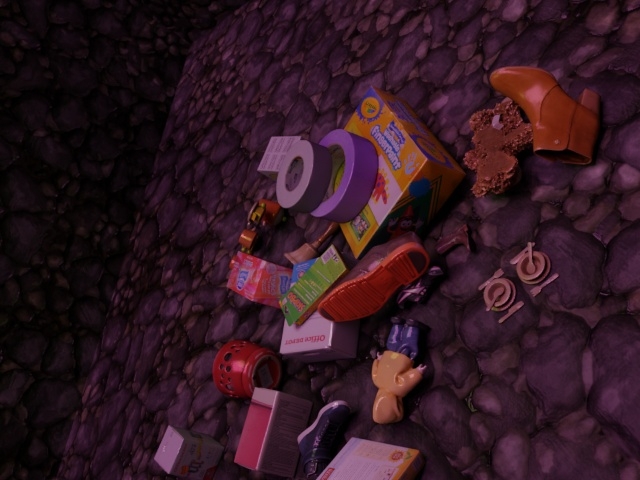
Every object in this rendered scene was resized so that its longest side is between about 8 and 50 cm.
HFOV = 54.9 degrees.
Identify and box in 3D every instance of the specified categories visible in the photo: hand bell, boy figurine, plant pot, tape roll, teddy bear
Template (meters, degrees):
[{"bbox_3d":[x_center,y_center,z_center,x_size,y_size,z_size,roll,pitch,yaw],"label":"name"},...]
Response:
[{"bbox_3d":[0.000,0.000,2.123,0.242,0.126,0.126,-48,37,0],"label":"hand bell"},{"bbox_3d":[0.211,0.349,1.642,0.177,0.092,0.285,-4,66,49],"label":"boy figurine"},{"bbox_3d":[-0.231,0.431,2.042,0.174,0.191,0.191,-1,67,41],"label":"plant pot"},{"bbox_3d":[-0.053,-0.196,1.900,0.219,0.072,0.219,-30,53,51],"label":"tape roll"},{"bbox_3d":[0.056,-0.195,1.880,0.275,0.090,0.274,-30,52,49],"label":"tape roll"},{"bbox_3d":[0.496,-0.259,1.693,0.245,0.113,0.337,-35,36,23],"label":"teddy bear"}]

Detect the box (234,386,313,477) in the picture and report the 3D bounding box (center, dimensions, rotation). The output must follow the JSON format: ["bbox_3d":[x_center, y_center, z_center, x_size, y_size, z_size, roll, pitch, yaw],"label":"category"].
[{"bbox_3d":[-0.141,0.579,1.865,0.127,0.149,0.232,-6,63,49],"label":"box"}]

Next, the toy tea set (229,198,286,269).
[{"bbox_3d":[-0.234,-0.010,2.386,0.200,0.124,0.336,-61,-4,-65],"label":"toy tea set"}]

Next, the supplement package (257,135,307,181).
[{"bbox_3d":[-0.087,-0.281,2.306,0.203,0.194,0.149,12,76,53],"label":"supplement package"}]

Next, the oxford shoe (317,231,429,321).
[{"bbox_3d":[0.146,0.106,1.750,0.364,0.130,0.132,-33,27,18],"label":"oxford shoe"}]

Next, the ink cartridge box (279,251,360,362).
[{"bbox_3d":[0.010,0.215,1.931,0.223,0.129,0.307,-16,55,42],"label":"ink cartridge box"}]

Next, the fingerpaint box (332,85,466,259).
[{"bbox_3d":[0.195,-0.201,1.904,0.371,0.163,0.444,-57,35,26],"label":"fingerpaint box"}]

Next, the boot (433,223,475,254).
[{"bbox_3d":[0.369,0.017,1.707,0.114,0.037,0.106,-32,33,29],"label":"boot"}]

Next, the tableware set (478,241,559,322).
[{"bbox_3d":[0.478,0.096,1.525,0.194,0.039,0.128,-45,40,22],"label":"tableware set"}]

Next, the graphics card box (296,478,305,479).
[{"bbox_3d":[-0.001,0.829,1.588,0.233,0.094,0.370,-8,61,48],"label":"graphics card box"}]

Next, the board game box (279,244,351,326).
[{"bbox_3d":[-0.021,0.142,1.877,0.259,0.039,0.124,-45,40,15],"label":"board game box"}]

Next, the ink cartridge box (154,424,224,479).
[{"bbox_3d":[-0.450,0.730,2.113,0.127,0.176,0.128,12,78,53],"label":"ink cartridge box"}]

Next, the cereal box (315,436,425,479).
[{"bbox_3d":[0.122,0.585,1.558,0.240,0.047,0.173,-9,23,49],"label":"cereal box"}]

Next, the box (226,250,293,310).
[{"bbox_3d":[-0.200,0.139,2.161,0.300,0.154,0.142,13,84,64],"label":"box"}]

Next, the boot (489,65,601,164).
[{"bbox_3d":[0.547,-0.309,1.535,0.295,0.104,0.211,19,66,9],"label":"boot"}]

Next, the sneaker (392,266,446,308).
[{"bbox_3d":[0.282,0.137,1.725,0.178,0.072,0.077,-36,61,35],"label":"sneaker"}]

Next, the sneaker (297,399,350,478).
[{"bbox_3d":[0.021,0.567,1.719,0.226,0.086,0.163,-55,25,26],"label":"sneaker"}]
